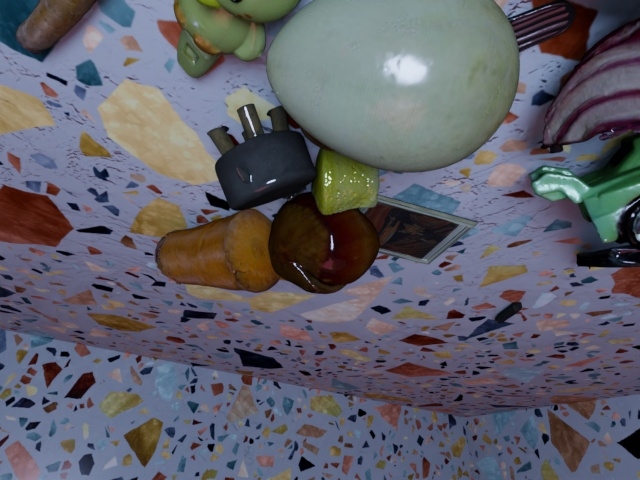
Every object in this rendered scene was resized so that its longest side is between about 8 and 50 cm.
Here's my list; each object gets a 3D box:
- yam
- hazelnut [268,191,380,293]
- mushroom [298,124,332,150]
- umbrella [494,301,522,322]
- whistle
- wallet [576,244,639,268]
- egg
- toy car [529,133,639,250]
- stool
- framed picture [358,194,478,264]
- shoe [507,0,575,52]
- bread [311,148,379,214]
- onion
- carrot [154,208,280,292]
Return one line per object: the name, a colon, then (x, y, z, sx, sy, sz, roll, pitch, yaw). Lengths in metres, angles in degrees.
yam: (-0.311, -0.315, 0.510, 0.263, 0.046, 0.046, -16, 143, 31)
hazelnut: (0.000, 0.000, 0.848, 0.217, 0.218, 0.251, 27, 152, -32)
mushroom: (0.025, -0.191, 0.628, 0.109, 0.085, 0.126, 14, 158, 42)
umbrella: (0.596, 0.231, 1.273, 0.036, 0.031, 0.133, 8, 149, -2)
whistle: (-0.118, -0.275, 0.463, 0.141, 0.141, 0.294, 28, 142, -32)
wallet: (0.627, 0.028, 0.771, 0.190, 0.046, 0.379, -8, 175, 25)
egg: (0.083, -0.196, 0.480, 0.294, 0.219, 0.219, 9, 148, -6)
toy car: (0.534, -0.099, 0.605, 0.358, 0.177, 0.213, -26, -179, 31)
stool: (-0.098, -0.131, 0.677, 0.153, 0.140, 0.228, -21, 180, -7)
framed picture: (0.193, -0.016, 0.948, 0.272, 0.016, 0.216, 13, 148, -12)
shoe: (0.247, -0.253, 0.527, 0.159, 0.053, 0.062, -18, 145, 28)
bread: (0.041, -0.114, 0.715, 0.114, 0.129, 0.111, -2, 131, -5)
onion: (0.440, -0.204, 0.469, 0.279, 0.146, 0.314, -23, -171, -17)
carrot: (-0.240, 0.042, 0.948, 0.254, 0.196, 0.196, -11, 145, 31)
